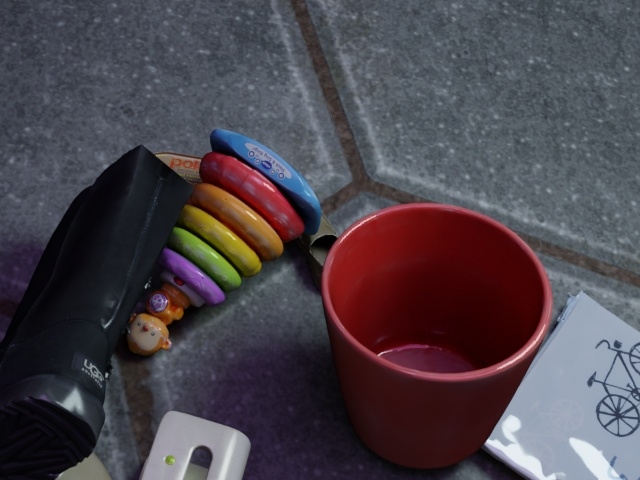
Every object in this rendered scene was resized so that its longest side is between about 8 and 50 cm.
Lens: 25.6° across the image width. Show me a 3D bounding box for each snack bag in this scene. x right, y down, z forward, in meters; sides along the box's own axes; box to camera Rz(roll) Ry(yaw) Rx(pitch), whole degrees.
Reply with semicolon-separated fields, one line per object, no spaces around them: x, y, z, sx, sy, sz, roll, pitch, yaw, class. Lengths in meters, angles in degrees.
0.401;0.260;1.841;0.342;0.037;0.323;34;54;10;snack bag

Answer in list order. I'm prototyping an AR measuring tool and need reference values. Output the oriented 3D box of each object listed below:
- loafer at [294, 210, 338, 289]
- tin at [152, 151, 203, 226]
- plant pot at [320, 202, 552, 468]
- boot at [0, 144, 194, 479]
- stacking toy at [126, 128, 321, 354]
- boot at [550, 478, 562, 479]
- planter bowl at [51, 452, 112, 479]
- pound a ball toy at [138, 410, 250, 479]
0.000;0.000;1.916;0.056;0.050;0.148;-13;60;-22;loafer
-0.167;-0.065;1.930;0.189;0.040;0.106;9;58;-8;tin
0.131;0.131;1.716;0.274;0.243;0.275;0;48;-1;plant pot
-0.346;0.112;1.656;0.146;0.367;0.445;50;30;-29;boot
-0.148;0.021;1.803;0.175;0.166;0.302;37;78;8;stacking toy
0.245;0.325;1.683;0.197;0.152;0.073;22;53;2;boot
-0.287;0.307;1.576;0.109;0.162;0.162;37;51;-19;planter bowl
-0.154;0.344;1.536;0.135;0.208;0.319;19;52;-5;pound a ball toy
